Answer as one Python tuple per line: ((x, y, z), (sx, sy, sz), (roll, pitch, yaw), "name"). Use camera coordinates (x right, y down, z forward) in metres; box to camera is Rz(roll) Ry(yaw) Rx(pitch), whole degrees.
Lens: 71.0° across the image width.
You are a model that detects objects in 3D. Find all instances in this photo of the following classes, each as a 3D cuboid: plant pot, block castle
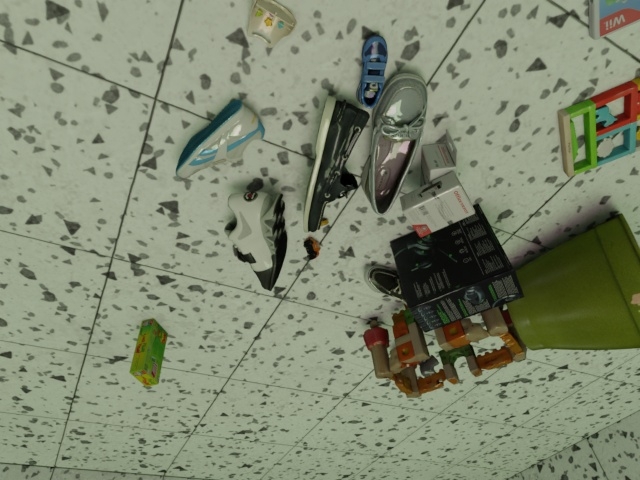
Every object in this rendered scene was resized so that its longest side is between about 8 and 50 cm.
((0.731, 0.156, 1.271), (0.353, 0.366, 0.366), (-23, 133, 31), "plant pot")
((0.390, 0.309, 1.441), (0.454, 0.212, 0.303), (-29, 134, 22), "block castle")

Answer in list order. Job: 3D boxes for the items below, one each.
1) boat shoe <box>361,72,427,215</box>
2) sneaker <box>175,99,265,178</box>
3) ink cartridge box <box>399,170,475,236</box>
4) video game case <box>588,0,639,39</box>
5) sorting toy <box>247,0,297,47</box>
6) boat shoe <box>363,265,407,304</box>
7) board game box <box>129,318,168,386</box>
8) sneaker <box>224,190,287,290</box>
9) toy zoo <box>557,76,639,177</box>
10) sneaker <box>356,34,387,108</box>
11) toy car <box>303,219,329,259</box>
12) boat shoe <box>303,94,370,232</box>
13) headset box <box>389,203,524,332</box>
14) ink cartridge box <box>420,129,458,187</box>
((0.164, -0.204, 0.992), (0.118, 0.103, 0.320), (5, 133, -11), "boat shoe")
((-0.222, -0.196, 0.966), (0.229, 0.087, 0.092), (-31, 131, 24), "sneaker")
((0.262, -0.080, 1.010), (0.135, 0.056, 0.099), (-25, 129, 22), "ink cartridge box")
((0.579, -0.530, 0.787), (0.204, 0.025, 0.285), (-21, 132, 13), "video game case")
((-0.097, -0.396, 0.824), (0.083, 0.044, 0.075), (21, 135, -25), "sorting toy")
((0.231, 0.135, 1.314), (0.220, 0.077, 0.070), (27, 166, -16), "boat shoe")
((-0.522, 0.341, 1.373), (0.043, 0.181, 0.092), (-14, 133, 7), "board game box")
((-0.167, -0.001, 1.154), (0.147, 0.122, 0.330), (10, 135, 8), "sneaker")
((0.712, -0.278, 1.038), (0.293, 0.030, 0.192), (-23, 132, 14), "toy zoo")
((0.106, -0.331, 0.895), (0.053, 0.059, 0.144), (0, 132, -4), "sneaker")
((0.000, 0.000, 1.203), (0.041, 0.060, 0.122), (-12, 152, -42), "toy car")
((0.034, -0.150, 1.014), (0.113, 0.127, 0.339), (11, 123, -1), "boat shoe")
((0.337, 0.076, 1.180), (0.283, 0.246, 0.131), (-25, 131, 15), "headset box")
((0.274, -0.155, 1.052), (0.060, 0.104, 0.180), (-7, 133, 4), "ink cartridge box")
